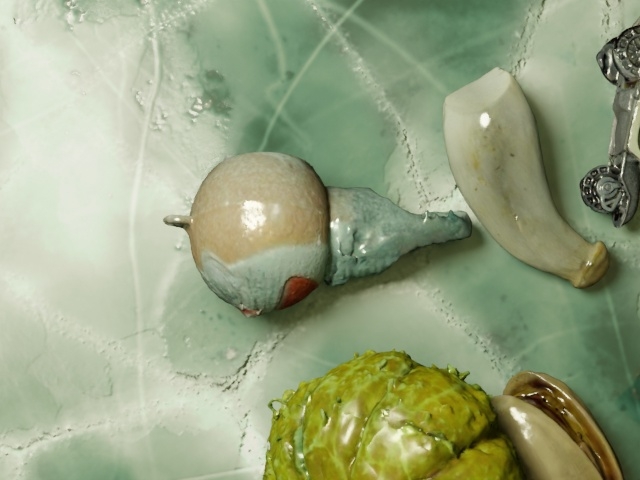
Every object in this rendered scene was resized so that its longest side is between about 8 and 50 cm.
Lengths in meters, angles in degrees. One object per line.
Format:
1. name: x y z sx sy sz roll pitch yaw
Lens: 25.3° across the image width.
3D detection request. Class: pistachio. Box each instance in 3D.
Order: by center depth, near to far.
1. pistachio: 0.258 0.247 1.584 0.131 0.129 0.206 -33 88 38

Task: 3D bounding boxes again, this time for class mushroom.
1. mushroom: 0.225 -0.055 1.612 0.118 0.103 0.270 -28 99 4

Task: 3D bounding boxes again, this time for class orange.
1. orange: 0.081 0.265 1.509 0.301 0.223 0.300 -33 84 41

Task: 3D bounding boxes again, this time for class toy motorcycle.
1. toy motorcycle: 0.385 -0.138 1.622 0.157 0.091 0.263 11 87 -5

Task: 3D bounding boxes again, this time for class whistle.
1. whistle: 0.000 0.000 1.565 0.348 0.189 0.189 2 86 -14
